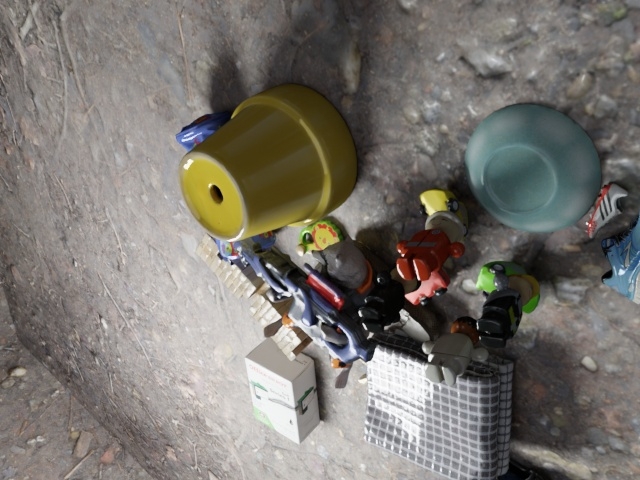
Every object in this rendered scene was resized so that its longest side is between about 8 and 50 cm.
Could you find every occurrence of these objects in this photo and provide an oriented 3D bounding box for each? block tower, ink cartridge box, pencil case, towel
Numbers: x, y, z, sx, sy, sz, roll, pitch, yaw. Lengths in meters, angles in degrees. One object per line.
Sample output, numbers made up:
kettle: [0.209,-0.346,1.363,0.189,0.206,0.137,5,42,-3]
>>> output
block tower: [-0.132,0.106,1.269,0.335,0.091,0.097,48,139,7]
ink cartridge box: [-0.094,0.376,1.411,0.160,0.092,0.219,18,128,34]
pencil case: [-0.197,-0.109,1.162,0.133,0.119,0.306,-8,110,31]
towel: [0.204,0.302,1.040,0.284,0.121,0.235,9,112,40]

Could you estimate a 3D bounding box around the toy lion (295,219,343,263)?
toy lion: [0.000,0.000,1.122,0.100,0.034,0.096,26,125,29]

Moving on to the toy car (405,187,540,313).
toy car: [0.247,0.042,0.899,0.225,0.053,0.239,28,133,27]

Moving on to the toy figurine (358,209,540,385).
toy figurine: [0.188,0.086,0.841,0.209,0.148,0.213,38,135,10]

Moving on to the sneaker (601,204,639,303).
sneaker: [0.401,0.007,0.724,0.073,0.063,0.162,23,130,36]

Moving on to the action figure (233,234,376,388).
action figure: [-0.010,0.100,1.059,0.341,0.178,0.330,45,141,18]

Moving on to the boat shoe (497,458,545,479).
boat shoe: [0.379,0.454,1.039,0.228,0.080,0.076,28,134,38]

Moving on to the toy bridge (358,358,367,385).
toy bridge: [0.111,0.297,1.216,0.063,0.026,0.188,-28,96,46]

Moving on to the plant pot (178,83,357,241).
plant pot: [-0.103,-0.120,0.979,0.254,0.239,0.254,22,129,31]

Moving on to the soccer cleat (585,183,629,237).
soccer cleat: [0.379,-0.036,0.742,0.036,0.029,0.083,29,129,32]

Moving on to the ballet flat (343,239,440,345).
ballet flat: [0.131,0.088,1.044,0.250,0.058,0.084,46,149,18]

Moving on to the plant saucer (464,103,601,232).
plant saucer: [0.285,-0.091,0.787,0.195,0.037,0.195,23,130,30]
